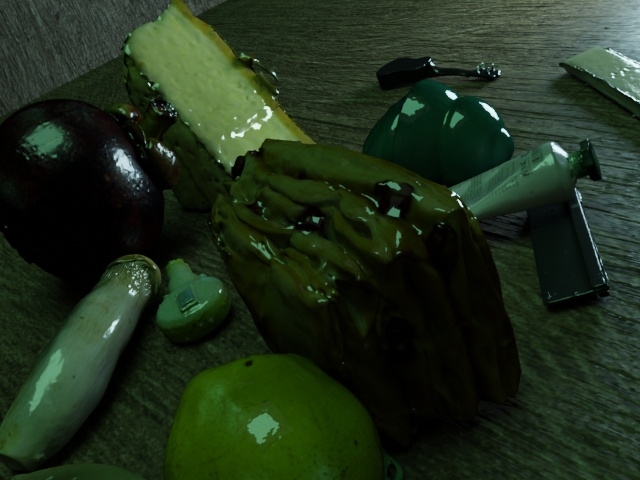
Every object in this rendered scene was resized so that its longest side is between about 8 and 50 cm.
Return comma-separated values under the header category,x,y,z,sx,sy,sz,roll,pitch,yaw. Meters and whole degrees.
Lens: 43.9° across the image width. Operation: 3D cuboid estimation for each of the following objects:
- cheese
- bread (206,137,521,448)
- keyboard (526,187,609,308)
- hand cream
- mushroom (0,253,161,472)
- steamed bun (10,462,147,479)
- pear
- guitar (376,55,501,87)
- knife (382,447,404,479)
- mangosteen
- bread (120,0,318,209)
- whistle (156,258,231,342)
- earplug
category,x,y,z,sx,sy,sz,roll,pitch,yaw
cheese,0.481,-0.230,1.203,0.085,0.034,0.400,-17,29,-1
bread,0.019,0.054,0.783,0.167,0.278,0.324,-42,38,-25
keyboard,0.288,0.004,0.941,0.072,0.023,0.231,-19,27,19
hand cream,0.192,-0.048,1.035,0.335,0.076,0.121,-20,21,27
mushroom,-0.302,0.145,1.026,0.123,0.095,0.351,-47,12,35
steamed bun,-0.234,0.274,0.739,0.212,0.111,0.231,-22,31,-1
pear,-0.034,0.189,0.656,0.198,0.198,0.198,-16,29,9
guitar,0.226,-0.329,1.537,0.271,0.038,0.084,9,42,43
knife,0.023,0.190,0.806,0.030,0.014,0.207,-29,30,-18
mangosteen,-0.376,-0.089,1.251,0.297,0.297,0.293,0,52,34
bread,-0.163,-0.232,1.373,0.278,0.315,0.248,14,45,33
whistle,-0.186,0.071,1.105,0.104,0.057,0.198,-31,29,-5
earplug,0.169,-0.152,1.197,0.280,0.164,0.257,17,9,33
